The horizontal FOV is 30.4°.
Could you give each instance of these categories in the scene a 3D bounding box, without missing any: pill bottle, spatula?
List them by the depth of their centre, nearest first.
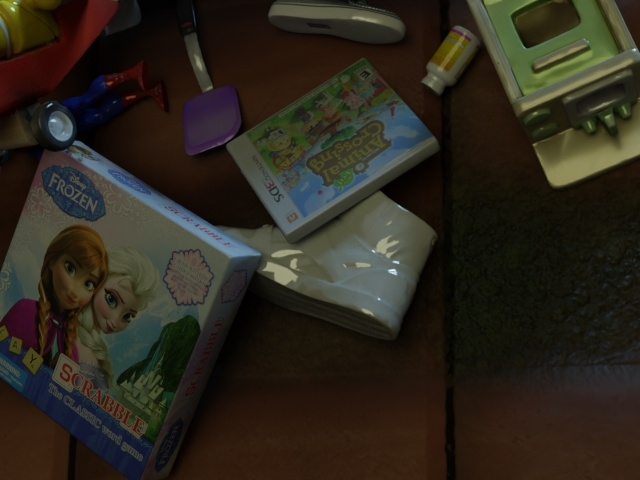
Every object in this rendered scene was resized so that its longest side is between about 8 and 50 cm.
[{"bbox_3d":[0.160,-0.220,1.452,0.043,0.043,0.083,36,90,23],"label":"pill bottle"},{"bbox_3d":[-0.167,-0.254,1.580,0.084,0.030,0.296,-18,72,13],"label":"spatula"}]

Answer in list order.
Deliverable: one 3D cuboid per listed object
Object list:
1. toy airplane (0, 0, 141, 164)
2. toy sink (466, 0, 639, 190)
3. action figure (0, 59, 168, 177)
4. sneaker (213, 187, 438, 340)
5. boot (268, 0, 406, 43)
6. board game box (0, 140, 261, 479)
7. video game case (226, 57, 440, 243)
[{"bbox_3d":[-0.360,-0.308,1.473,0.386,0.272,0.384,-35,30,-3],"label":"toy airplane"},{"bbox_3d":[0.286,-0.199,1.356,0.153,0.131,0.234,-23,72,14],"label":"toy sink"},{"bbox_3d":[-0.345,-0.132,1.577,0.280,0.091,0.139,-15,61,15],"label":"action figure"},{"bbox_3d":[0.000,0.000,1.438,0.293,0.108,0.169,19,70,26],"label":"sneaker"},{"bbox_3d":[0.027,-0.309,1.505,0.190,0.069,0.086,12,76,22],"label":"boot"},{"bbox_3d":[-0.265,0.083,1.460,0.319,0.066,0.318,30,106,26],"label":"board game box"},{"bbox_3d":[0.010,-0.114,1.436,0.212,0.023,0.193,-32,48,-3],"label":"video game case"}]
